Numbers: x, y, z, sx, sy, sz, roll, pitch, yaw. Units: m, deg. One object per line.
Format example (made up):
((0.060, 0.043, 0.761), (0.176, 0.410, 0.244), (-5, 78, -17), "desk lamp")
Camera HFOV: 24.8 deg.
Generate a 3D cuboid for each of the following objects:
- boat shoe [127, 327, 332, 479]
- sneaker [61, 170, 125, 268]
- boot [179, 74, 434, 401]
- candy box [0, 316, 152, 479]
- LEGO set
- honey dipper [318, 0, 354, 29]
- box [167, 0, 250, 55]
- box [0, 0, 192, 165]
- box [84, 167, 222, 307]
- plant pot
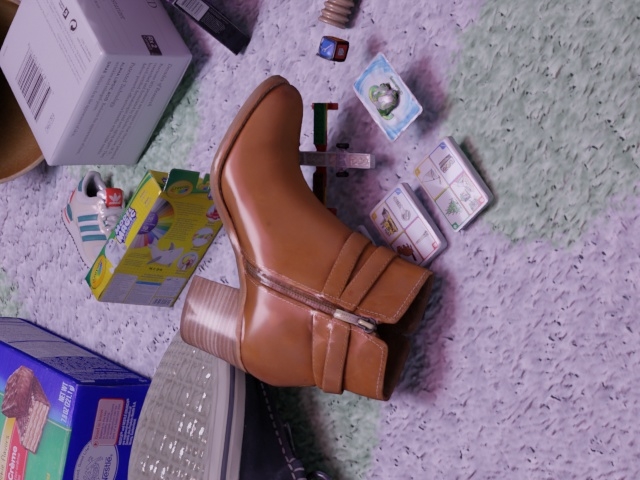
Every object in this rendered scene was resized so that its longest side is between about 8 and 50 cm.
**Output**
((-0.077, 0.275, 1.398), (0.187, 0.156, 0.500), (-47, 38, 34), "boat shoe")
((-0.249, -0.019, 1.686), (0.161, 0.057, 0.075), (51, 125, 41), "sneaker")
((0.000, 0.000, 1.351), (0.220, 0.109, 0.283), (15, 85, 25), "boot")
((-0.346, 0.251, 1.701), (0.317, 0.122, 0.268), (16, 96, 48), "candy box")
((0.050, -0.076, 1.400), (0.182, 0.060, 0.244), (-47, 65, 31), "LEGO set")
((0.040, -0.290, 1.447), (0.030, 0.030, 0.160), (30, 101, 45), "honey dipper")
((-0.157, -0.273, 1.585), (0.029, 0.116, 0.162), (-51, 49, 4), "box")
((-0.262, -0.208, 1.659), (0.181, 0.119, 0.182), (59, 134, 29), "box")
((-0.168, -0.009, 1.565), (0.179, 0.105, 0.043), (-55, 50, 25), "box")
((-0.465, -0.205, 1.847), (0.254, 0.237, 0.237), (24, 102, 61), "plant pot")
